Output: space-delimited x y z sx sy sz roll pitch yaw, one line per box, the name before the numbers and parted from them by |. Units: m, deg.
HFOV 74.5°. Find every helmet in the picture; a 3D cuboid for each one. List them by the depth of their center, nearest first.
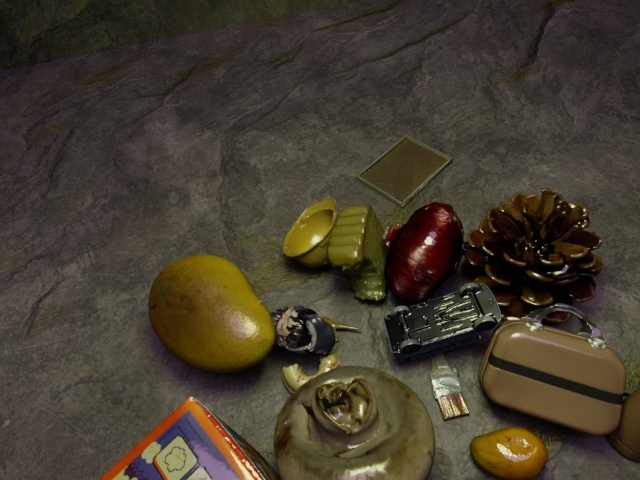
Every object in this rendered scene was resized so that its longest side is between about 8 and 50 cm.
helmet | 0.000 0.000 1.374 0.205 0.140 0.257 -15 35 36

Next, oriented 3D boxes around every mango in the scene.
mango | 0.442 0.500 0.983 0.164 0.089 0.115 -16 52 -1
mango | -0.297 0.205 1.185 0.444 0.220 0.302 20 74 30

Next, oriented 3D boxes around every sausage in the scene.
sausage | 0.741 0.389 0.928 0.123 0.253 0.123 -3 49 3

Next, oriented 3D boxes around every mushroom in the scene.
mushroom | 0.069 0.417 0.937 0.361 0.295 0.362 -9 25 4

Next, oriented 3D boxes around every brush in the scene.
brush | 0.323 0.318 1.173 0.085 0.020 0.337 -11 53 -1

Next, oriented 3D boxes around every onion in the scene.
onion | 0.284 0.029 1.204 0.232 0.314 0.314 27 60 7

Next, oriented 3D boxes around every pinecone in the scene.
pinecone | 0.570 0.027 1.145 0.383 0.385 0.385 -3 54 5

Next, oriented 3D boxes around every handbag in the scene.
handbag | 0.561 0.292 1.021 0.301 0.149 0.284 15 92 18

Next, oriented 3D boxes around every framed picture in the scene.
framed picture | 0.321 -0.274 1.607 0.315 0.024 0.232 -40 59 -22

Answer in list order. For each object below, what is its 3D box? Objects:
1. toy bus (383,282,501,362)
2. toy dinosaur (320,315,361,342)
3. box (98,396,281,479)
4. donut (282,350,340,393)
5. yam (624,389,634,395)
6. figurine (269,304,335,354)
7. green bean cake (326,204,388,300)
toy bus | 0.328 0.227 1.129 0.292 0.133 0.126 -21 46 12
toy dinosaur | 0.023 0.244 1.254 0.161 0.039 0.126 -21 53 -10
box | -0.213 0.555 0.862 0.318 0.349 0.257 35 65 29
donut | -0.022 0.372 1.147 0.165 0.065 0.108 -13 54 -2
yam | 0.745 0.384 1.077 0.107 0.014 0.014 6 55 11
figurine | -0.060 0.258 1.170 0.222 0.145 0.145 -9 44 44
green bean cake | 0.119 0.040 1.267 0.124 0.236 0.233 -6 48 29
